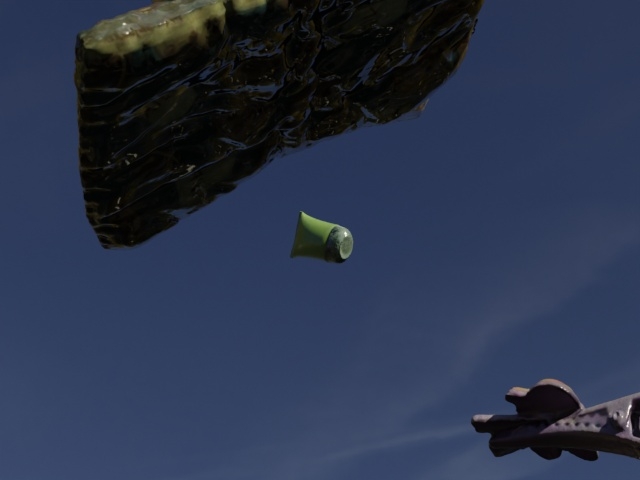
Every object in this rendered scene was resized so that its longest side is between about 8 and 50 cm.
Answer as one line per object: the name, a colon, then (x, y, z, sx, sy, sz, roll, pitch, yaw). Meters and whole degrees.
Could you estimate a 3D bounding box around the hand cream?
hand cream: (0.000, 0.000, 1.943, 0.046, 0.175, 0.095, 10, -88, -34)

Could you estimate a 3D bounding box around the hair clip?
hair clip: (0.319, 0.230, 1.233, 0.278, 0.090, 0.137, -5, -47, 49)

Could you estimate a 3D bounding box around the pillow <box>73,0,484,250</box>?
pillow: (-0.010, -0.088, 0.528, 0.255, 0.034, 0.189, -28, -17, -20)

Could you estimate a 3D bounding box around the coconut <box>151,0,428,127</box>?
coconut: (-0.008, -0.221, 0.851, 0.329, 0.329, 0.329, -3, -45, -3)
